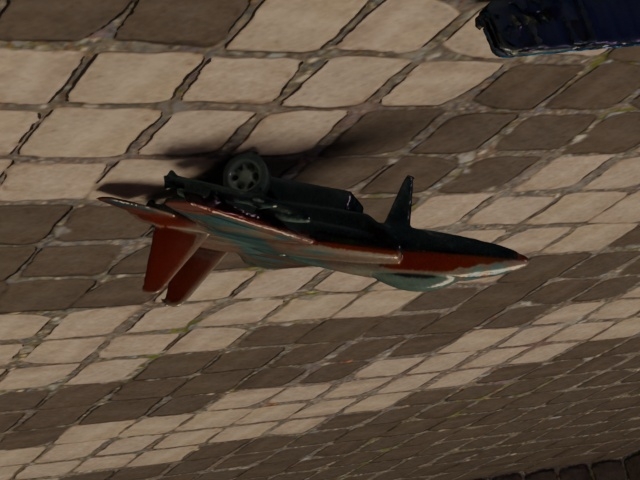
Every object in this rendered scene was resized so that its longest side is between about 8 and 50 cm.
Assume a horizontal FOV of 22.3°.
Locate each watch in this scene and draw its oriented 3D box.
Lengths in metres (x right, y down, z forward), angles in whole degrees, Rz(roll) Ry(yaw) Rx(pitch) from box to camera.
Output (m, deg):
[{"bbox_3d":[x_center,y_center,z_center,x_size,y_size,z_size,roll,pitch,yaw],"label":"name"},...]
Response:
[{"bbox_3d":[0.265,-0.205,1.008,0.274,0.068,0.276,-4,160,-15],"label":"watch"}]

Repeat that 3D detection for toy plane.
[{"bbox_3d":[0.000,-0.007,1.270,0.326,0.104,0.223,-2,165,14],"label":"toy plane"}]
